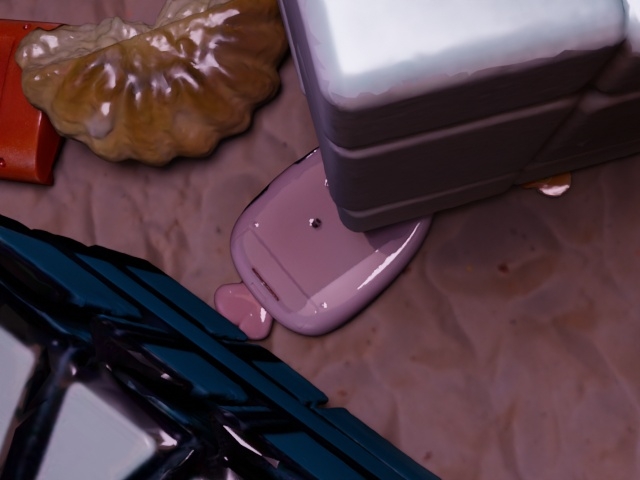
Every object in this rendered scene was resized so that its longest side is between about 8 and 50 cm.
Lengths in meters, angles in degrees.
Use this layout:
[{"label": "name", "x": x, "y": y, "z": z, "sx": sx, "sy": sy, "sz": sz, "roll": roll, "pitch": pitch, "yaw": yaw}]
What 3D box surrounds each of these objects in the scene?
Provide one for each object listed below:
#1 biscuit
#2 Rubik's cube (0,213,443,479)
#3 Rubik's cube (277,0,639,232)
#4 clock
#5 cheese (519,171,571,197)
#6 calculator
[{"label": "biscuit", "x": -0.097, "y": -0.109, "z": 0.702, "sx": 0.183, "sy": 0.061, "sz": 0.118, "roll": -20, "pitch": 89, "yaw": -8}, {"label": "Rubik's cube", "x": -0.120, "y": 0.179, "z": 0.572, "sx": 0.288, "sy": 0.283, "sz": 0.293, "roll": 36, "pitch": 89, "yaw": 16}, {"label": "Rubik's cube", "x": 0.118, "y": -0.207, "z": 0.520, "sx": 0.316, "sy": 0.319, "sz": 0.322, "roll": -16, "pitch": 82, "yaw": 0}, {"label": "clock", "x": -0.249, "y": -0.103, "z": 0.758, "sx": 0.155, "sy": 0.061, "sz": 0.113, "roll": 7, "pitch": 83, "yaw": 12}, {"label": "cheese", "x": 0.151, "y": -0.082, "z": 0.678, "sx": 0.047, "sy": 0.017, "sz": 0.111, "roll": 19, "pitch": 88, "yaw": 18}, {"label": "calculator", "x": 0.000, "y": 0.000, "z": 0.700, "sx": 0.166, "sy": 0.024, "sz": 0.103, "roll": -43, "pitch": 75, "yaw": 6}]
